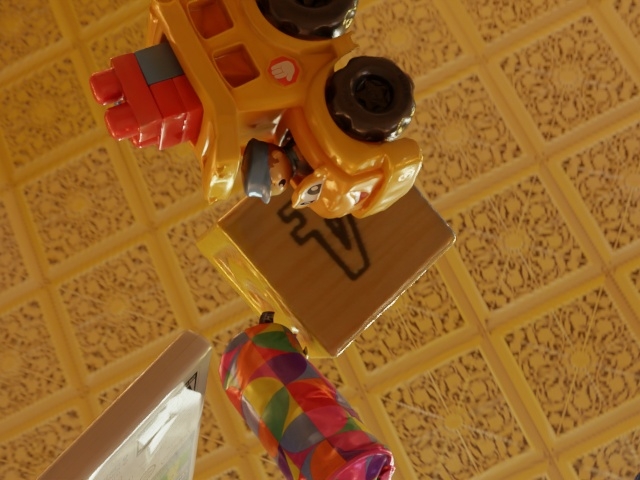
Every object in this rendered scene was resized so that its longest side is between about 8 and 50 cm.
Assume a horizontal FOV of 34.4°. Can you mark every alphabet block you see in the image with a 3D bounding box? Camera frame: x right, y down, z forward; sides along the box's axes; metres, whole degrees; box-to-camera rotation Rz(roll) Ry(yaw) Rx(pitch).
[{"bbox_3d":[0.000,0.000,1.174,0.197,0.192,0.193,-42,-87,-14],"label":"alphabet block"}]

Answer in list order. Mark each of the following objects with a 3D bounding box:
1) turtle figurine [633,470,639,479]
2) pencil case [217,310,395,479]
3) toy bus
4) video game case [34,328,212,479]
[{"bbox_3d":[0.409,0.309,0.878,0.197,0.266,0.275,-8,-97,-31],"label":"turtle figurine"},{"bbox_3d":[-0.016,0.175,1.036,0.104,0.104,0.236,-39,-136,-2],"label":"pencil case"},{"bbox_3d":[-0.056,-0.101,0.790,0.211,0.149,0.220,-25,-101,-21],"label":"toy bus"},{"bbox_3d":[-0.219,0.274,0.935,0.036,0.300,0.329,30,-131,15],"label":"video game case"}]
